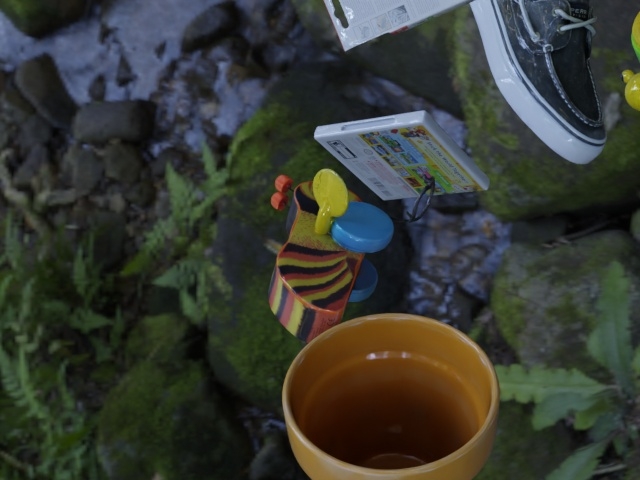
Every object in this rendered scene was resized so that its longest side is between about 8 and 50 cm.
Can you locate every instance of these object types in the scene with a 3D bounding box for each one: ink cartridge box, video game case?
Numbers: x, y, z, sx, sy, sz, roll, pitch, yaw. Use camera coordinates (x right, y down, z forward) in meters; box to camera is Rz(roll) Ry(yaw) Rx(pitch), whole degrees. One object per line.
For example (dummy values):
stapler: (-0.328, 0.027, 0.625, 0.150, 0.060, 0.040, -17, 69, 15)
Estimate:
ink cartridge box: (0.062, -0.199, 0.885, 0.115, 0.029, 0.063, -22, 93, 12)
video game case: (0.135, -0.134, 1.820, 0.206, 0.227, 0.026, -4, 62, 35)

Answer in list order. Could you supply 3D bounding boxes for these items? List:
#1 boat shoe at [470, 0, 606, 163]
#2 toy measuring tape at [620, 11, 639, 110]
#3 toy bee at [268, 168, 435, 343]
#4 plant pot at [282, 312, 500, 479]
boat shoe: (0.265, -0.252, 1.327, 0.119, 0.121, 0.335, -41, 61, 39)
toy measuring tape: (0.432, -0.257, 1.181, 0.330, 0.121, 0.121, -43, 60, -7)
toy bee: (0.000, 0.000, 1.267, 0.162, 0.298, 0.195, 24, 108, 12)
plant pot: (0.073, 0.209, 1.113, 0.205, 0.205, 0.188, 28, 140, 34)
